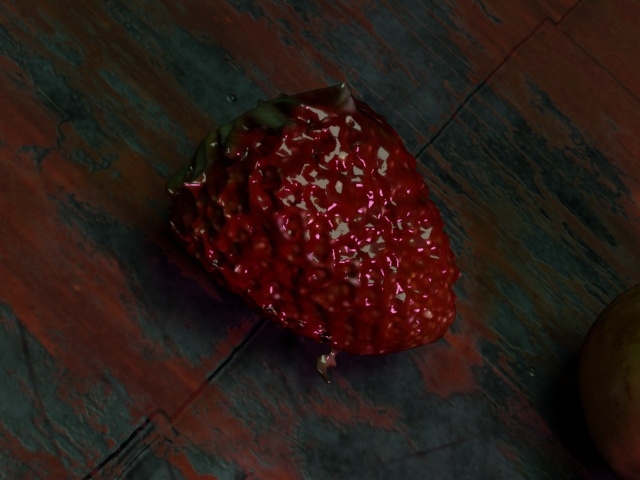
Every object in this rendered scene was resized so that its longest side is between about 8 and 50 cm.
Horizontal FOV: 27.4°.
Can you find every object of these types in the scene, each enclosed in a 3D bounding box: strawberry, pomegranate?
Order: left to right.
[{"bbox_3d":[-0.002,0.001,1.459,0.292,0.292,0.343,-36,97,-41],"label":"strawberry"},{"bbox_3d":[0.472,0.197,1.563,0.338,0.338,0.338,15,54,-22],"label":"pomegranate"}]
